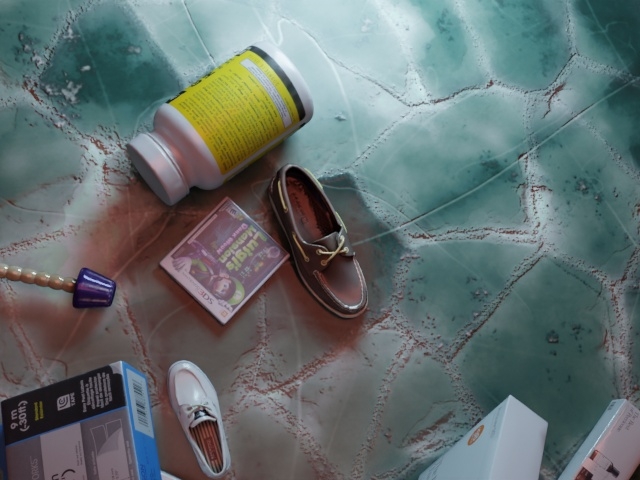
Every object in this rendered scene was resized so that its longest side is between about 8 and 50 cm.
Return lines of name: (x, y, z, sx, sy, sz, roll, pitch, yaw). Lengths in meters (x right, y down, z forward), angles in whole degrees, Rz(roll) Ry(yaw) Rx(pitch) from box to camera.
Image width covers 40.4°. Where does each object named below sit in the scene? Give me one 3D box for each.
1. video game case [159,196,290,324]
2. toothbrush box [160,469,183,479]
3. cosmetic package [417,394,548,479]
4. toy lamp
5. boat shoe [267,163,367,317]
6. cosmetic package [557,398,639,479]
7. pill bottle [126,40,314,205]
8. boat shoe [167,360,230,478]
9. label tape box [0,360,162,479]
video game case: (-0.184, 0.038, 1.687, 0.173, 0.022, 0.190, 43, 74, 1)
toothbrush box: (-0.324, 0.536, 1.498, 0.206, 0.122, 0.283, 26, 73, -3)
cosmetic package: (0.234, 0.469, 1.443, 0.097, 0.284, 0.377, 39, 34, -2)
toy lamp: (-0.515, 0.071, 1.592, 0.275, 0.080, 0.080, 13, 75, -5)
boat shoe: (0.000, 0.000, 1.691, 0.117, 0.097, 0.324, -25, 83, -15)
cosmetic package: (0.563, 0.436, 1.716, 0.099, 0.060, 0.239, 40, 74, -1)
pill bottle: (-0.192, -0.218, 1.657, 0.334, 0.188, 0.188, -38, 86, -16)
boat shoe: (-0.214, 0.323, 1.589, 0.083, 0.076, 0.226, -24, 83, -15)
label tape box: (-0.441, 0.371, 1.435, 0.334, 0.106, 0.240, -19, 63, 6)
